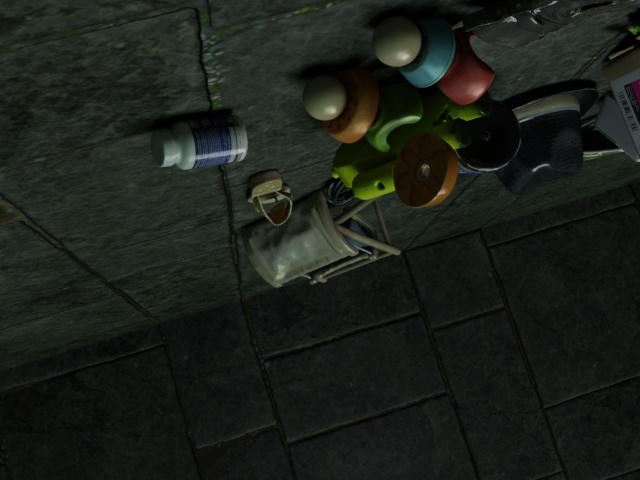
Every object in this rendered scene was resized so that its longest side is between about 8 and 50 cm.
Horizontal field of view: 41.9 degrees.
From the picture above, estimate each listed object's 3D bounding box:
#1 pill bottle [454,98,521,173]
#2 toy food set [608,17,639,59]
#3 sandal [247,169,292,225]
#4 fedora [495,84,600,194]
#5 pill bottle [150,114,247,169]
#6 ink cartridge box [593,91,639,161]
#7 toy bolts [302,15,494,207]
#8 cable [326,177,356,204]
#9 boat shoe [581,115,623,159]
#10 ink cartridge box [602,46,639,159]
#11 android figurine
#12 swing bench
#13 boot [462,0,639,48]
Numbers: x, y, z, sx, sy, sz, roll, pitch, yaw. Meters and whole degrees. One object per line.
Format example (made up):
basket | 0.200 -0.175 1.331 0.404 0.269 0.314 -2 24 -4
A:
pill bottle | 0.262 -0.175 1.459 0.123 0.122 0.219 -17 -176 -3
toy food set | 0.537 -0.346 1.278 0.192 0.038 0.132 -26 -178 42
sandal | -0.094 -0.068 1.624 0.088 0.079 0.240 -17 171 -2
fedora | 0.432 -0.185 1.680 0.334 0.152 0.334 -17 171 -3
pill bottle | -0.166 -0.133 1.141 0.120 0.067 0.067 -12 170 -30
ink cartridge box | 0.708 -0.243 1.746 0.208 0.153 0.086 -7 129 -23
toy bolts | 0.097 -0.174 1.063 0.158 0.218 0.228 9 137 -37
cable | 0.095 -0.126 1.772 0.184 0.047 0.150 -25 173 23
boat shoe | 0.705 -0.255 1.913 0.305 0.109 0.091 -17 177 22
ink cartridge box | 0.587 -0.219 1.406 0.088 0.234 0.193 -23 180 0
android figurine | 0.126 -0.154 1.284 0.273 0.056 0.248 -15 -151 43
swing bench | 0.000 0.000 1.946 0.253 0.165 0.255 -24 169 37
boot | 0.332 -0.305 1.048 0.263 0.091 0.229 -4 170 -41
